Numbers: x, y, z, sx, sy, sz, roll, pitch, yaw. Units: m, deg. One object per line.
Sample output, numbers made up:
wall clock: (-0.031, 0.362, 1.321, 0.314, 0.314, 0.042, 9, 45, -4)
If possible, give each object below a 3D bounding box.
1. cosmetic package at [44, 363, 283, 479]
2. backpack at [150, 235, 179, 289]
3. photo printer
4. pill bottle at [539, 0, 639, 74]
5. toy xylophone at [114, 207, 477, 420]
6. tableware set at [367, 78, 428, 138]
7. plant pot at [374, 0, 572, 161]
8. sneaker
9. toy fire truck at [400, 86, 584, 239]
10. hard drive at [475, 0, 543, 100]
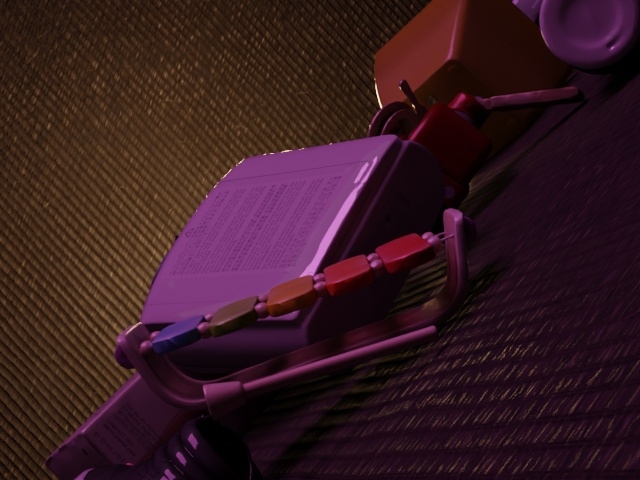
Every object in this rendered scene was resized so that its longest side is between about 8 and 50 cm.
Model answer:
cosmetic package: (-0.148, 0.180, 1.676, 0.296, 0.129, 0.153, -45, 2, -32)
backpack: (-0.154, 0.075, 2.380, 0.191, 0.225, 0.253, -39, -4, -34)
photo printer: (-0.044, 0.019, 1.539, 0.307, 0.107, 0.256, -6, 47, 48)
pill bottle: (0.314, -0.243, 1.684, 0.112, 0.112, 0.187, -42, -9, 15)
toy xylophone: (-0.009, 0.063, 1.235, 0.323, 0.081, 0.236, -20, 3, -7)
tableware set: (0.125, -0.101, 1.934, 0.039, 0.194, 0.128, 22, 70, 42)
plant pot: (0.201, -0.211, 2.085, 0.212, 0.212, 0.187, -41, 15, 33)
sneaker: (-0.124, 0.211, 1.251, 0.147, 0.104, 0.296, -41, 9, -8)
toy fire truck: (0.175, -0.116, 1.743, 0.246, 0.158, 0.217, -53, 1, 11)
hard drive: (0.290, -0.283, 2.304, 0.254, 0.054, 0.172, -62, -10, 8)
